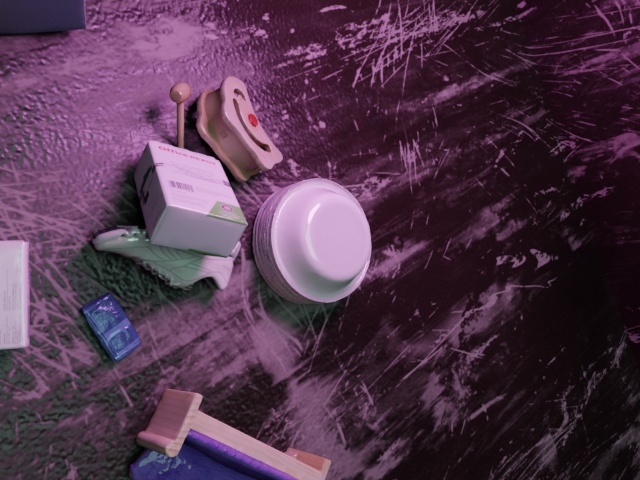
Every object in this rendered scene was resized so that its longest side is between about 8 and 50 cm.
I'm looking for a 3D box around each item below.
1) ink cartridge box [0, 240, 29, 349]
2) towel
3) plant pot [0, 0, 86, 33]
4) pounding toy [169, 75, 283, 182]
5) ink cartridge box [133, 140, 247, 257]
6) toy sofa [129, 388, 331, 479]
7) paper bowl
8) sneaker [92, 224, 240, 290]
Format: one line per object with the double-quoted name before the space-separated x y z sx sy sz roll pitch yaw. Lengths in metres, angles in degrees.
"ink cartridge box" -0.597 0.091 0.976 0.225 0.056 0.180 -1 84 -18
"towel" -0.388 0.161 1.123 0.067 0.029 0.119 -37 105 -35
"plant pot" -0.546 -0.474 0.971 0.252 0.248 0.247 -20 96 -19
"pounding toy" -0.216 -0.240 1.285 0.269 0.155 0.154 53 28 -30
"ink cartridge box" -0.253 -0.081 1.147 0.160 0.092 0.219 14 31 -35
"toy sofa" -0.171 0.441 1.172 0.363 0.150 0.177 37 62 -28
"paper bowl" 0.000 0.000 1.365 0.284 0.148 0.284 6 79 -35
"sneaker" -0.294 0.035 1.171 0.292 0.110 0.118 10 88 -34
